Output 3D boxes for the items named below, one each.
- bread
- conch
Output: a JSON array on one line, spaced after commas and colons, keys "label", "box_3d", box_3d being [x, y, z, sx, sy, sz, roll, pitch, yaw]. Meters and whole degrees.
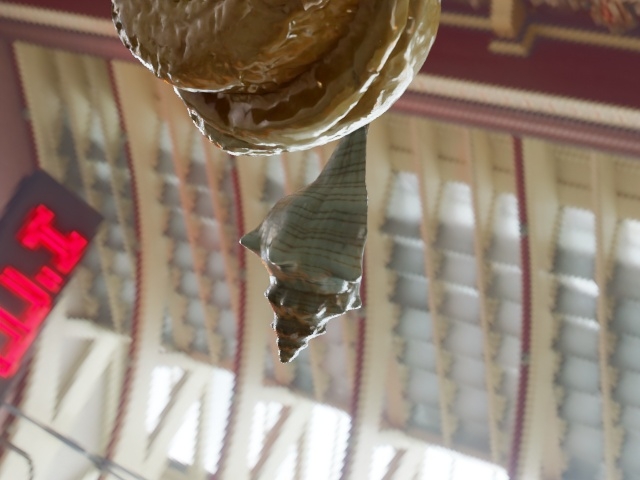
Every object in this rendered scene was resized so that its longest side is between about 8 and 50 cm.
[{"label": "bread", "box_3d": [-0.024, -0.167, 0.816, 0.198, 0.120, 0.236, -11, -99, 46]}, {"label": "conch", "box_3d": [-0.010, 0.008, 1.373, 0.114, 0.234, 0.137, -2, -141, -15]}]
